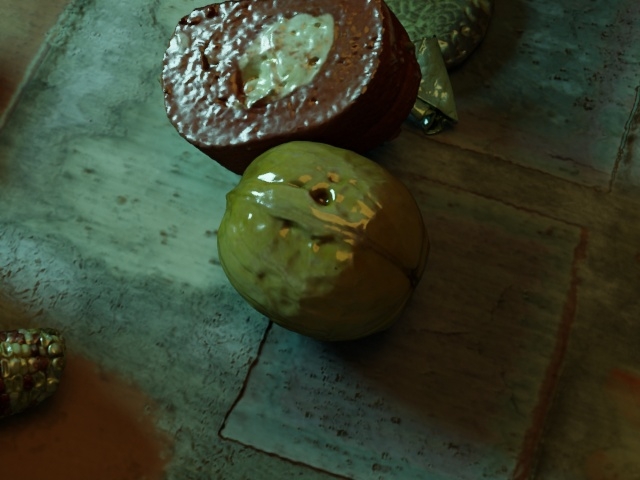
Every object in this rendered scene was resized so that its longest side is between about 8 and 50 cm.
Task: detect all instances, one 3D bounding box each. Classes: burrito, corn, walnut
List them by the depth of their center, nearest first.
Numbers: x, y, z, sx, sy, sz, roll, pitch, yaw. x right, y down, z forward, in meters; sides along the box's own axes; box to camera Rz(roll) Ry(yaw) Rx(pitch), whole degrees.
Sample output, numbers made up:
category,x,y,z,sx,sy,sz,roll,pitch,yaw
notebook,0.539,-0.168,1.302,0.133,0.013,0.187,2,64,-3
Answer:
category,x,y,z,sx,sy,sz,roll,pitch,yaw
corn,-0.386,0.145,1.641,0.290,0.098,0.098,-12,57,-20
walnut,0.000,0.000,1.740,0.221,0.195,0.195,28,55,12
burrito,0.116,-0.181,1.960,0.074,0.044,0.118,-15,87,-16

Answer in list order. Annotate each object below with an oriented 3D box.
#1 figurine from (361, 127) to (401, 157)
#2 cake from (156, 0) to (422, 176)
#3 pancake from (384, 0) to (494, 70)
category,x,y,z,sx,sy,sz,roll,pitch,yaw
figurine,0.020,-0.154,1.933,0.140,0.068,0.075,37,61,26
cake,-0.034,-0.170,1.837,0.283,0.151,0.177,-6,77,17
pancake,0.072,-0.298,2.065,0.286,0.033,0.288,3,53,-4
